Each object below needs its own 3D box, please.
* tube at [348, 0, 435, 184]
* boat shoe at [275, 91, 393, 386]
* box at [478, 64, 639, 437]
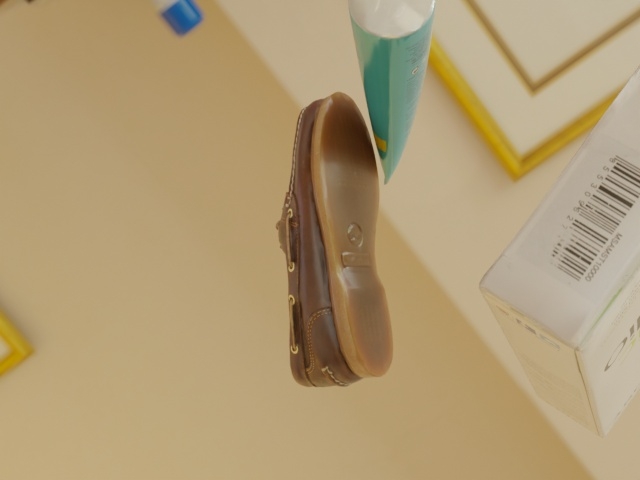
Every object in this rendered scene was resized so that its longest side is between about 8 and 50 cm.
[{"bbox_3d":[0.051,-0.111,0.844,0.207,0.052,0.080,77,31,-70],"label":"tube"},{"bbox_3d":[0.000,0.000,0.881,0.073,0.073,0.207,-14,-109,37],"label":"boat shoe"},{"bbox_3d":[0.190,-0.018,0.666,0.232,0.058,0.322,-54,161,-3],"label":"box"}]
